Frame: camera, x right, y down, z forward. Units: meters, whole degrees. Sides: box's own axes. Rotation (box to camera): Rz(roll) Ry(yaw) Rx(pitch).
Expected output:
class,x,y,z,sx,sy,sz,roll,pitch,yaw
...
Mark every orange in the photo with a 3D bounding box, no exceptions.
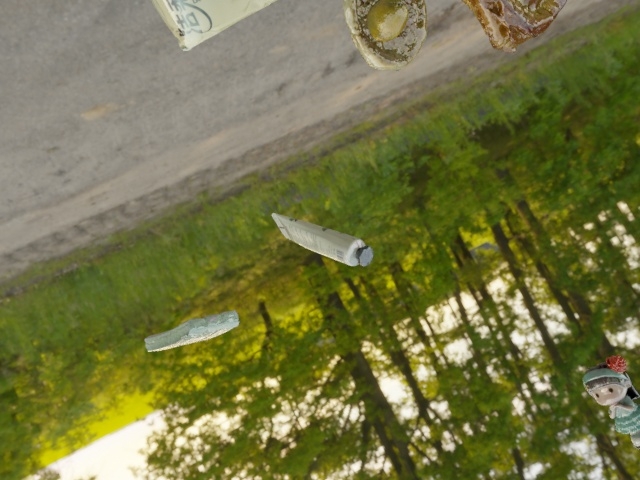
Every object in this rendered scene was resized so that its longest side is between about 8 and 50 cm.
class,x,y,z,sx,sy,sz,roll,pitch,yaw
orange,0.141,-0.466,1.259,0.085,0.085,0.095,-23,168,-32

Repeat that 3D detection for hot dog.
class,x,y,z,sx,sy,sz,roll,pitch,yaw
hot dog,0.223,-0.373,0.761,0.175,0.259,0.114,-51,-155,-11

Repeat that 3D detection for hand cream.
class,x,y,z,sx,sy,sz,roll,pitch,yaw
hand cream,0.000,0.000,1.125,0.234,0.080,0.050,20,-120,41

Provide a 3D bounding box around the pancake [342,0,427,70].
class,x,y,z,sx,sy,sz,roll,pitch,yaw
pancake,0.153,-0.537,1.396,0.282,0.282,0.049,-23,-163,-35

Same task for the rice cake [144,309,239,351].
class,x,y,z,sx,sy,sz,roll,pitch,yaw
rice cake,-0.276,0.198,1.293,0.127,0.043,0.237,-8,169,-38

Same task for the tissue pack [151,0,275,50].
class,x,y,z,sx,sy,sz,roll,pitch,yaw
tissue pack,-0.187,-0.572,0.962,0.332,0.205,0.404,-29,129,-3

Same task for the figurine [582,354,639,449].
class,x,y,z,sx,sy,sz,roll,pitch,yaw
figurine,0.359,0.189,0.710,0.047,0.106,0.060,-23,165,-40
